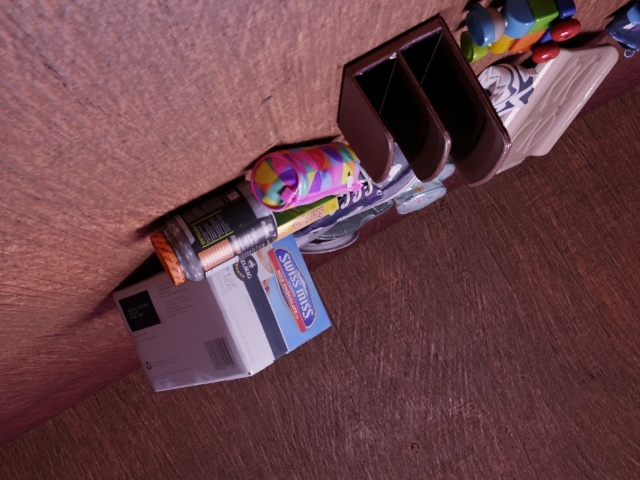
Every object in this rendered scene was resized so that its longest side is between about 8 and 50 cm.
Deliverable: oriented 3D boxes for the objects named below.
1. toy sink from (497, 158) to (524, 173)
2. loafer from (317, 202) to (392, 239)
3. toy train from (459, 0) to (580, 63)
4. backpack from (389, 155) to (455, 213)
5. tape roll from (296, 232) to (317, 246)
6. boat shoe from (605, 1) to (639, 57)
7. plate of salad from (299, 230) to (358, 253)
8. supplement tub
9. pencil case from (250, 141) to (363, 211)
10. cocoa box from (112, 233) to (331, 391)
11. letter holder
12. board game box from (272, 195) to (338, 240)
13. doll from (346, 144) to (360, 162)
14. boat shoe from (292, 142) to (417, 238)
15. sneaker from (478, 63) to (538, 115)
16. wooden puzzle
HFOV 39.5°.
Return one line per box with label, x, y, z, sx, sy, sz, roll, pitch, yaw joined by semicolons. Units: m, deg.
toy sink;0.532;-0.280;2.502;0.153;0.131;0.234;-22;171;-48
loafer;0.065;-0.064;2.263;0.267;0.096;0.084;-23;-179;-24
toy train;0.270;-0.299;1.314;0.143;0.105;0.248;-19;173;-7
backpack;0.224;-0.151;2.082;0.188;0.144;0.166;-33;168;6
tape roll;-0.071;-0.022;2.072;0.219;0.072;0.219;-30;175;-3
boat shoe;0.690;-0.469;1.965;0.089;0.109;0.258;-25;161;31
plate of salad;0.000;0.000;2.290;0.200;0.048;0.200;-6;-157;3
supplement tub;-0.176;-0.010;1.464;0.190;0.117;0.117;-28;174;-14
pencil case;-0.017;-0.110;1.486;0.104;0.104;0.236;-34;172;32
cocoa box;-0.198;0.135;1.752;0.228;0.231;0.347;-25;-176;-43
letter holder;0.146;-0.155;1.315;0.152;0.214;0.302;-29;174;-4
board game box;-0.089;-0.048;1.603;0.259;0.124;0.039;-30;130;-16
doll;0.130;-0.211;1.579;0.129;0.046;0.189;-10;155;-46
boat shoe;0.057;-0.101;1.738;0.340;0.127;0.158;-32;-179;29
sneaker;0.350;-0.281;1.806;0.153;0.094;0.235;-15;157;-34
wooden puzzle;0.493;-0.311;1.996;0.348;0.080;0.322;-15;144;-51
